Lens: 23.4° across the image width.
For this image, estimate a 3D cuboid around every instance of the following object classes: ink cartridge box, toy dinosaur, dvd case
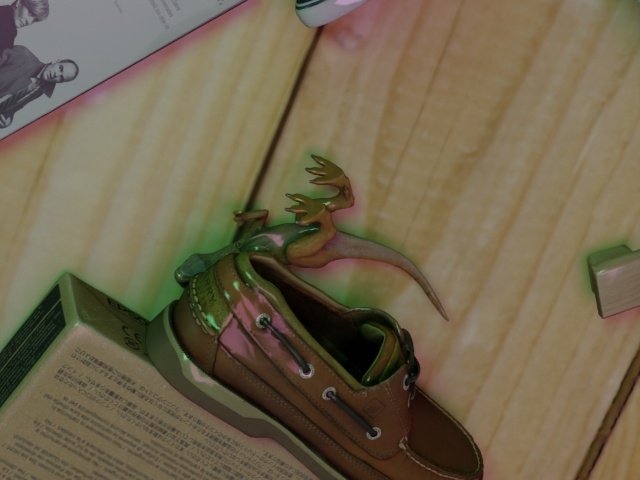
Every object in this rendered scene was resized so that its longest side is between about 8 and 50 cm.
[{"bbox_3d":[-0.143,0.165,1.117,0.234,0.088,0.193,35,102,-27],"label":"ink cartridge box"},{"bbox_3d":[0.000,0.000,1.109,0.211,0.064,0.112,1,140,-12],"label":"toy dinosaur"},{"bbox_3d":[-0.186,-0.174,0.983,0.238,0.029,0.179,-30,118,-2],"label":"dvd case"}]

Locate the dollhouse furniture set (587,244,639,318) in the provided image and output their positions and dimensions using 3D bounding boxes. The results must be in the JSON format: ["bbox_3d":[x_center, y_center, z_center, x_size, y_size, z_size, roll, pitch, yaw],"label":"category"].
[{"bbox_3d":[0.359,-0.104,1.088,0.355,0.174,0.303,-20,117,-7],"label":"dollhouse furniture set"}]

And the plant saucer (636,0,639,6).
[{"bbox_3d":[0.349,-0.236,1.020,0.310,0.050,0.311,1,94,16],"label":"plant saucer"}]

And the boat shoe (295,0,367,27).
[{"bbox_3d":[0.038,-0.225,1.008,0.183,0.065,0.083,-42,113,-2],"label":"boat shoe"}]

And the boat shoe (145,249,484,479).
[{"bbox_3d":[0.025,0.108,1.103,0.307,0.111,0.104,30,116,-36],"label":"boat shoe"}]
